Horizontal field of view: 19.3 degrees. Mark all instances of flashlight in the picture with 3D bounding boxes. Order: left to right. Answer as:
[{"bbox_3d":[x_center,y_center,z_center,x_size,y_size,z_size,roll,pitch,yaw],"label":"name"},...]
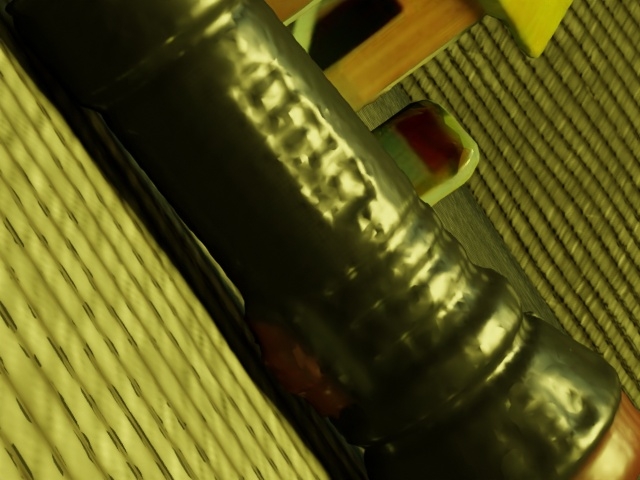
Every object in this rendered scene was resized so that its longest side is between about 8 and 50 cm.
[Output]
[{"bbox_3d":[0.000,0.000,0.560,0.232,0.093,0.093,49,8,-12],"label":"flashlight"}]

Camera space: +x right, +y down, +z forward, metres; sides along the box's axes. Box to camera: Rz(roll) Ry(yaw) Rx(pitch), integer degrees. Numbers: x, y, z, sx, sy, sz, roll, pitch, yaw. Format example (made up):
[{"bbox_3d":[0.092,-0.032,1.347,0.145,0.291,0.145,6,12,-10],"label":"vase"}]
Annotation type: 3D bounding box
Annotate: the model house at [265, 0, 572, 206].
[{"bbox_3d":[0.067,-0.163,0.667,0.300,0.323,0.340,49,5,-43],"label":"model house"}]
